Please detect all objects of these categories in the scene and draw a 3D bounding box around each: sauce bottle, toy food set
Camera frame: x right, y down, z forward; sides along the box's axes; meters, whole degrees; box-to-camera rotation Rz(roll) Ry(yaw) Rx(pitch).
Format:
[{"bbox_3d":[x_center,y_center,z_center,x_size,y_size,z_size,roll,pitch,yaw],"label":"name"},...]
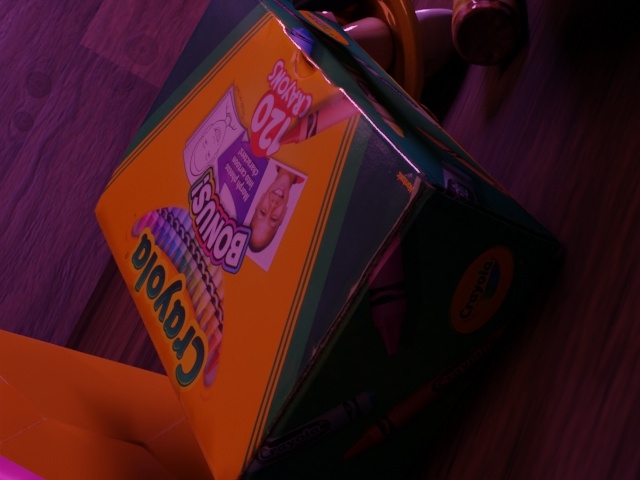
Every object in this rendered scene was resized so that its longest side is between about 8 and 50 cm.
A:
[{"bbox_3d":[0.100,-0.150,0.850,0.042,0.042,0.128,-54,15,30],"label":"sauce bottle"},{"bbox_3d":[0.003,-0.110,0.892,0.128,0.071,0.218,55,141,39],"label":"toy food set"}]

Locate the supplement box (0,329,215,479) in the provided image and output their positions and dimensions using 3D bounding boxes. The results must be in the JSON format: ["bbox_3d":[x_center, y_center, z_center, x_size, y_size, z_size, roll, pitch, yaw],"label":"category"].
[{"bbox_3d":[-0.172,0.175,0.814,0.194,0.191,0.129,-55,32,28],"label":"supplement box"}]

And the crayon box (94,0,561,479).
[{"bbox_3d":[-0.015,-0.007,0.695,0.165,0.081,0.278,-59,32,15],"label":"crayon box"}]

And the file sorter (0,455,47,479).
[{"bbox_3d":[-0.229,0.198,0.599,0.182,0.291,0.202,-6,-70,-51],"label":"file sorter"}]

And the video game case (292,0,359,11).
[{"bbox_3d":[0.033,-0.260,0.628,0.248,0.035,0.275,178,91,-72],"label":"video game case"}]

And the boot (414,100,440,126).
[{"bbox_3d":[0.000,0.000,0.864,0.197,0.073,0.152,-58,7,1],"label":"boot"}]

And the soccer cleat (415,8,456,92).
[{"bbox_3d":[0.039,-0.099,0.969,0.196,0.068,0.076,-32,60,55],"label":"soccer cleat"}]
